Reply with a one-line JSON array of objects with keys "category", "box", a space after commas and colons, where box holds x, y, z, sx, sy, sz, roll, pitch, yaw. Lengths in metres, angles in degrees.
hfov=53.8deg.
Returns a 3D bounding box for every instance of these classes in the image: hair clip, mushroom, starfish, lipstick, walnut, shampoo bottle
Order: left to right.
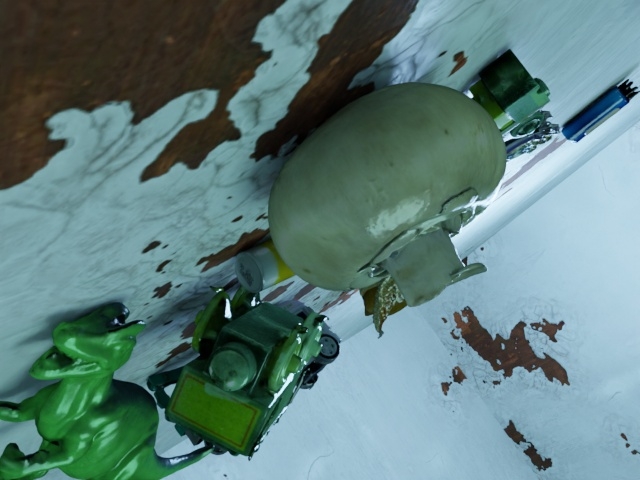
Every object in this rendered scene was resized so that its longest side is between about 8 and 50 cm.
[{"category": "lipstick", "box": [0.000, 0.000, 0.870, 0.263, 0.059, 0.059, -24, 164, -42]}, {"category": "walnut", "box": [0.197, 0.120, 1.702, 0.245, 0.137, 0.137, -43, 166, 19]}, {"category": "mushroom", "box": [0.072, -0.033, 0.613, 0.246, 0.203, 0.246, -24, 159, -10]}, {"category": "starfish", "box": [0.140, 0.019, 0.987, 0.301, 0.084, 0.294, -48, 167, -47]}, {"category": "hair clip", "box": [0.373, -0.185, 1.203, 0.116, 0.049, 0.172, -6, 160, -39]}, {"category": "shampoo bottle", "box": [0.653, -0.301, 1.467, 0.183, 0.050, 0.087, -42, 163, 31]}]

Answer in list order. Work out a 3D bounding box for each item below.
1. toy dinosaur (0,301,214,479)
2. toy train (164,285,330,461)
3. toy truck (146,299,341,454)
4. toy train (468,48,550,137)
[{"category": "toy dinosaur", "box": [-0.238, 0.219, 0.863, 0.375, 0.144, 0.500, -54, 157, 16]}, {"category": "toy train", "box": [-0.098, 0.171, 0.884, 0.271, 0.159, 0.188, -21, 134, -79]}, {"category": "toy truck", "box": [-0.132, 0.254, 1.201, 0.363, 0.178, 0.177, -26, 160, -36]}, {"category": "toy train", "box": [0.193, -0.144, 0.803, 0.200, 0.083, 0.132, -40, 156, 21]}]
